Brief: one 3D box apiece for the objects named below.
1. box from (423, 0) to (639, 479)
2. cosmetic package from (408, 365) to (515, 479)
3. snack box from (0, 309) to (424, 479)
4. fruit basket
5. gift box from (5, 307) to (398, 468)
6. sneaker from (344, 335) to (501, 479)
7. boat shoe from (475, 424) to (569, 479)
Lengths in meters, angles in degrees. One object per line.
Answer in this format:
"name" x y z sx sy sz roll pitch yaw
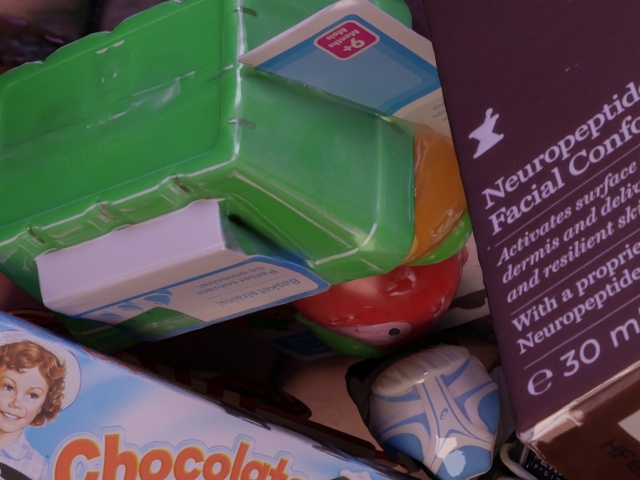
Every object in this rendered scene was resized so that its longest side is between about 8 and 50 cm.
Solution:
"box" 0.165 -0.072 0.766 0.191 0.381 0.143 -37 125 24
"cosmetic package" 0.126 0.197 1.282 0.117 0.085 0.231 17 136 -18
"snack box" -0.083 0.176 0.967 0.322 0.060 0.187 24 89 -24
"fruit basket" 0.000 0.000 0.994 0.327 0.165 0.353 -17 145 35
"gift box" -0.112 0.194 1.126 0.255 0.258 0.276 23 159 -27
"sneaker" 0.065 0.108 1.107 0.085 0.086 0.237 -17 179 -1
"boat shoe" 0.146 0.150 1.092 0.121 0.335 0.119 28 152 25
